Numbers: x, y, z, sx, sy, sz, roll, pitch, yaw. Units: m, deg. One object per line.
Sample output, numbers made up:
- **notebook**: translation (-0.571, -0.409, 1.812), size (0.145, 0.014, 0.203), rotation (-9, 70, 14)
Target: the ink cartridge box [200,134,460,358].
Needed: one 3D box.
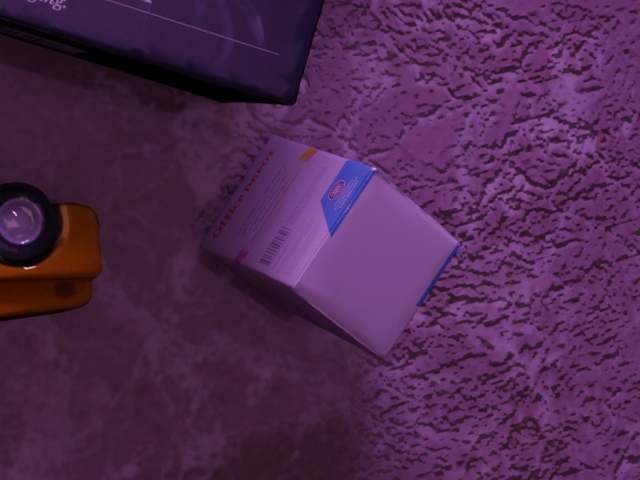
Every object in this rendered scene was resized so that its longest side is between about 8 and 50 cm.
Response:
- **ink cartridge box**: translation (0.000, 0.000, 1.139), size (0.090, 0.143, 0.092), rotation (38, 82, -32)

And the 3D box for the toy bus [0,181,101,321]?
- **toy bus**: translation (-0.299, 0.038, 1.031), size (0.333, 0.108, 0.130), rotation (-1, 84, -27)

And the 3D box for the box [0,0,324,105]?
- **box**: translation (-0.150, -0.275, 1.048), size (0.343, 0.179, 0.312), rotation (15, 91, -16)
